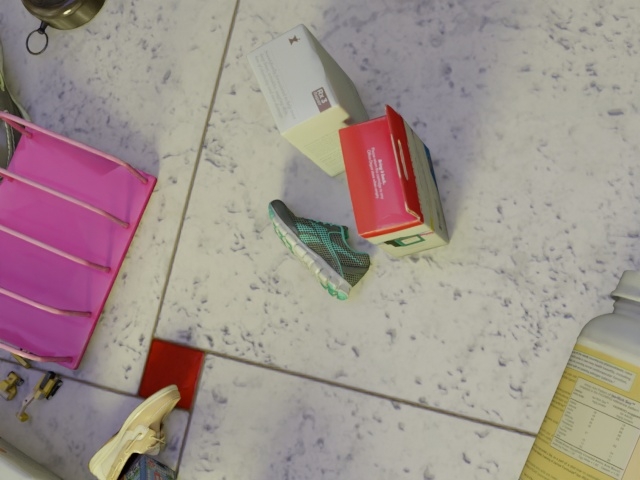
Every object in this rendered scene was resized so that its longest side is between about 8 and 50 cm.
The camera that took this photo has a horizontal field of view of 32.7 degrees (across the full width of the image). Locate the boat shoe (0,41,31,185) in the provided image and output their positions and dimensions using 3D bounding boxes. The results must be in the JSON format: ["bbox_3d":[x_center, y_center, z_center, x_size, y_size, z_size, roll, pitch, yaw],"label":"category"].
[{"bbox_3d":[-0.504,-0.210,1.597,0.109,0.091,0.305,-24,74,13],"label":"boat shoe"}]

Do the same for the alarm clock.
[{"bbox_3d":[-0.388,-0.362,1.605,0.129,0.064,0.192,22,91,20],"label":"alarm clock"}]

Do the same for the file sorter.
[{"bbox_3d":[-0.381,0.000,1.446,0.202,0.182,0.290,22,85,6],"label":"file sorter"}]

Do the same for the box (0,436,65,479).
[{"bbox_3d":[-0.505,0.313,1.428,0.345,0.215,0.168,27,77,21],"label":"box"}]

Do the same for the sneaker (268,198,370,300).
[{"bbox_3d":[0.000,0.000,1.425,0.076,0.065,0.166,-40,74,-10],"label":"sneaker"}]

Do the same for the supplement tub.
[{"bbox_3d":[0.358,0.222,1.166,0.241,0.241,0.331,23,89,20],"label":"supplement tub"}]

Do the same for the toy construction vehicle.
[{"bbox_3d":[-0.412,0.192,1.529,0.086,0.035,0.098,40,94,20],"label":"toy construction vehicle"}]

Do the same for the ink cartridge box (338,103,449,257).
[{"bbox_3d":[0.086,-0.066,1.308,0.078,0.231,0.134,-14,76,15],"label":"ink cartridge box"}]

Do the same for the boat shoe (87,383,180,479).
[{"bbox_3d":[-0.236,0.264,1.449,0.059,0.063,0.170,46,106,17],"label":"boat shoe"}]

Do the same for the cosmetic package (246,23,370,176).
[{"bbox_3d":[-0.002,-0.166,1.354,0.085,0.231,0.117,-27,73,12],"label":"cosmetic package"}]

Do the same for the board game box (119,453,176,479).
[{"bbox_3d":[-0.245,0.404,1.367,0.194,0.060,0.194,-48,31,7],"label":"board game box"}]
